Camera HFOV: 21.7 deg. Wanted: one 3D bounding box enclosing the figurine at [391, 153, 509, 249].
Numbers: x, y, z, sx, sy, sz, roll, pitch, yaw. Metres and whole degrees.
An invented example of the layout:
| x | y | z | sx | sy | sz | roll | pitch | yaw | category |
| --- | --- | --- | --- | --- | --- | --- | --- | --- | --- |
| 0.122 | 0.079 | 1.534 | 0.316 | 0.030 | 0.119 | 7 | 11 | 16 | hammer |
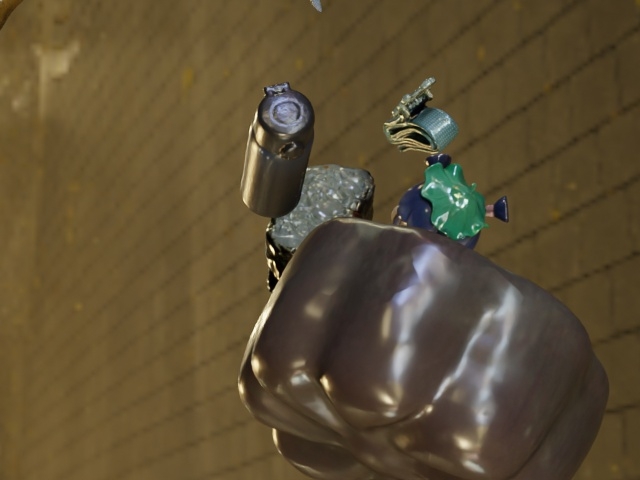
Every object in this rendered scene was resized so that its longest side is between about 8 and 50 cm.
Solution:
| x | y | z | sx | sy | sz | roll | pitch | yaw | category |
| --- | --- | --- | --- | --- | --- | --- | --- | --- | --- |
| 0.099 | 0.003 | 1.745 | 0.111 | 0.102 | 0.195 | 45 | 114 | 13 | figurine |

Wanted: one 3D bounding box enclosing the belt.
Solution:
| x | y | z | sx | sy | sz | roll | pitch | yaw | category |
| --- | --- | --- | --- | --- | --- | --- | --- | --- | --- |
| 0.132 | -0.173 | 2.409 | 0.100 | 0.065 | 0.179 | 54 | 164 | -12 | belt |

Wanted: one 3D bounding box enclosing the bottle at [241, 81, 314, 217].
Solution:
| x | y | z | sx | sy | sz | roll | pitch | yaw | category |
| --- | --- | --- | --- | --- | --- | --- | --- | --- | --- |
| -0.047 | -0.095 | 1.879 | 0.244 | 0.072 | 0.082 | 105 | 152 | -69 | bottle |

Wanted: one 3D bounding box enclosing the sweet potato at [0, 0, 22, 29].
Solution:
| x | y | z | sx | sy | sz | roll | pitch | yaw | category |
| --- | --- | --- | --- | --- | --- | --- | --- | --- | --- |
| -0.319 | -0.202 | 1.522 | 0.054 | 0.182 | 0.053 | 44 | 162 | 41 | sweet potato |

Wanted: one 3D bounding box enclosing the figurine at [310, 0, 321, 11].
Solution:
| x | y | z | sx | sy | sz | roll | pitch | yaw | category |
| --- | --- | --- | --- | --- | --- | --- | --- | --- | --- |
| -0.048 | -0.393 | 2.125 | 0.128 | 0.208 | 0.184 | -50 | 21 | -6 | figurine |

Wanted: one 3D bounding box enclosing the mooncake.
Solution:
| x | y | z | sx | sy | sz | roll | pitch | yaw | category |
| --- | --- | --- | --- | --- | --- | --- | --- | --- | --- |
| 0.073 | 0.117 | 1.310 | 0.154 | 0.306 | 0.306 | -59 | 5 | -24 | mooncake |

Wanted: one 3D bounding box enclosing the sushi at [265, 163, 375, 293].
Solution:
| x | y | z | sx | sy | sz | roll | pitch | yaw | category |
| --- | --- | --- | --- | --- | --- | --- | --- | --- | --- |
| 0.000 | 0.000 | 2.190 | 0.225 | 0.124 | 0.127 | -67 | -20 | -53 | sushi |
